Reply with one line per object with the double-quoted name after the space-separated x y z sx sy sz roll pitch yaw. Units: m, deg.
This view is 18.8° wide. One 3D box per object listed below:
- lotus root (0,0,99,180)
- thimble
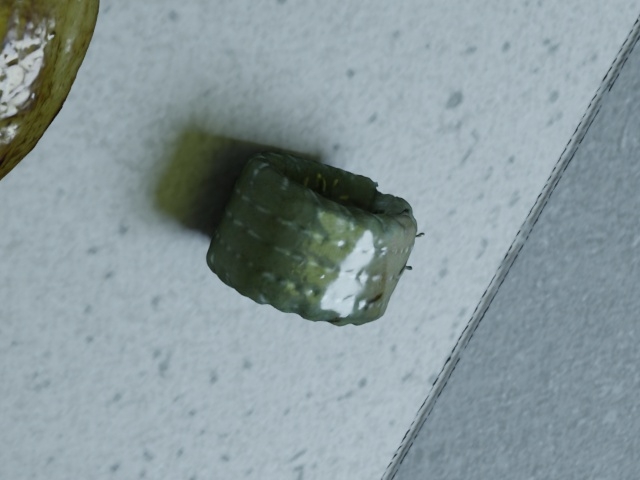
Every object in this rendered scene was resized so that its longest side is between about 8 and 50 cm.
-0.134 -0.117 0.733 0.110 0.097 0.258 4 111 -41 "lotus root"
0.000 0.000 0.939 0.110 0.084 0.062 11 109 -43 "thimble"
